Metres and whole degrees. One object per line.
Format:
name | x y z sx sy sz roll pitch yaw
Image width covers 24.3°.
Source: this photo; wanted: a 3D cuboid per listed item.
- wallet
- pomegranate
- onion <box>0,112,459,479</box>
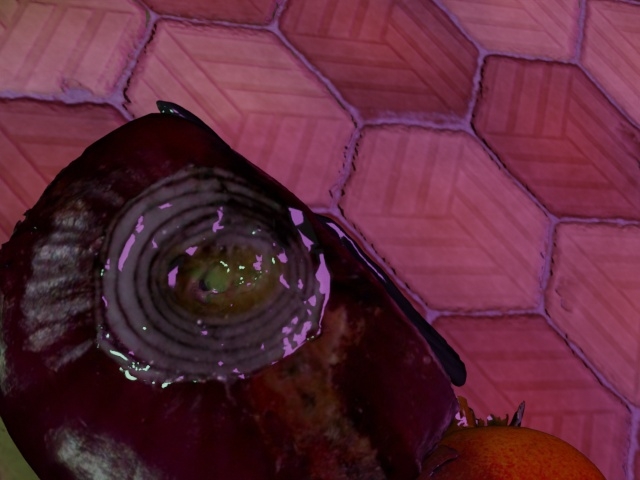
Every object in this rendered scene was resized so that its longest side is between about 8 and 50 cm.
wallet | 0.000 0.000 1.237 0.323 0.041 0.247 41 0 1
pomegranate | 0.133 0.230 1.130 0.210 0.210 0.235 10 54 -26
onion | -0.090 0.089 1.049 0.337 0.282 0.260 44 75 3
